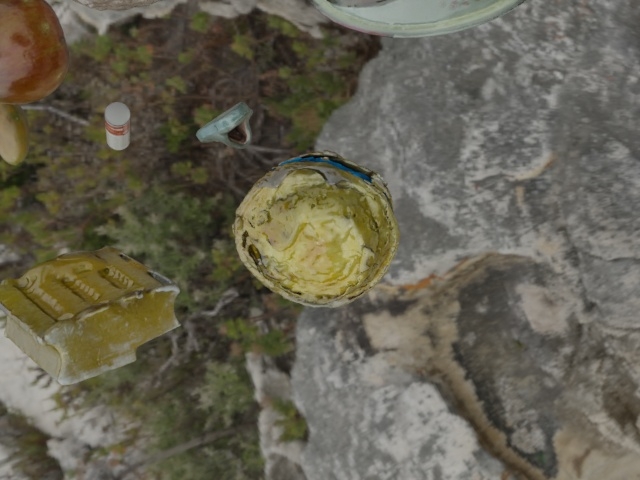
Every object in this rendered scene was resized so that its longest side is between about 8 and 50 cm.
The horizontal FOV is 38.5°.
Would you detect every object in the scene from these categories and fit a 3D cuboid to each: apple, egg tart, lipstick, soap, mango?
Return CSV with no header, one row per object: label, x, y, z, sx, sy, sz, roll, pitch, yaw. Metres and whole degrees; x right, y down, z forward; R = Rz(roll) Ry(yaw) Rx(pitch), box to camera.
apple,-0.554,-0.343,1.650,0.196,0.196,0.196,5,99,34
egg tart,0.000,0.000,1.440,0.290,0.107,0.291,0,122,0
lipstick,-0.310,-0.173,1.402,0.131,0.038,0.038,140,112,-74
soap,-0.418,0.120,1.636,0.281,0.259,0.143,20,128,53
mango,-0.731,-0.263,2.147,0.111,0.089,0.163,-31,91,41

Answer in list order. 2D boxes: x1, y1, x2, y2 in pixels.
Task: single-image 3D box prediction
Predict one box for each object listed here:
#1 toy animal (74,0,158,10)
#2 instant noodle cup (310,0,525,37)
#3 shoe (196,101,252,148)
toy animal,-0.260,-0.385,1.078,0.358,0.188,0.226,30,81,6
instant noodle cup,0.081,-0.309,0.767,0.234,0.235,0.178,25,151,30
shoe,-0.167,-0.198,1.686,0.078,0.079,0.195,54,159,-7
